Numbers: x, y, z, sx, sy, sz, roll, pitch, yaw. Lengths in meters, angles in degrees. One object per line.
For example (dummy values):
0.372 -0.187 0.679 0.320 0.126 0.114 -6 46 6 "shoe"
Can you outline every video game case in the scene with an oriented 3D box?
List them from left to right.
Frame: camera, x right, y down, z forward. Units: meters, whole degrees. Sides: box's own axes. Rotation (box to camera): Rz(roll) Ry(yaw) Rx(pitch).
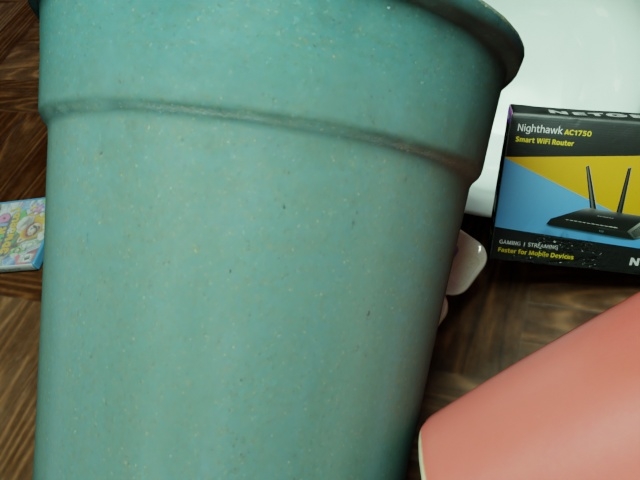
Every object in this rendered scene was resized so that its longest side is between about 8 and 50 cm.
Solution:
-0.430 -0.006 0.884 0.167 0.015 0.119 -5 51 17 "video game case"

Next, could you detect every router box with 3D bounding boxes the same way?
0.242 -0.042 0.560 0.179 0.133 0.046 5 23 9 "router box"

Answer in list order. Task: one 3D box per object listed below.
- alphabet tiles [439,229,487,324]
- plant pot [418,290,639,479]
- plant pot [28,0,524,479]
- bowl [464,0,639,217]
0.000 0.000 0.631 0.278 0.021 0.284 38 93 21 "alphabet tiles"
0.205 0.155 0.373 0.243 0.275 0.274 -25 47 13 "plant pot"
-0.052 0.020 0.475 0.341 0.341 0.333 8 89 26 "plant pot"
0.196 -0.173 0.663 0.298 0.134 0.297 2 96 21 "bowl"
